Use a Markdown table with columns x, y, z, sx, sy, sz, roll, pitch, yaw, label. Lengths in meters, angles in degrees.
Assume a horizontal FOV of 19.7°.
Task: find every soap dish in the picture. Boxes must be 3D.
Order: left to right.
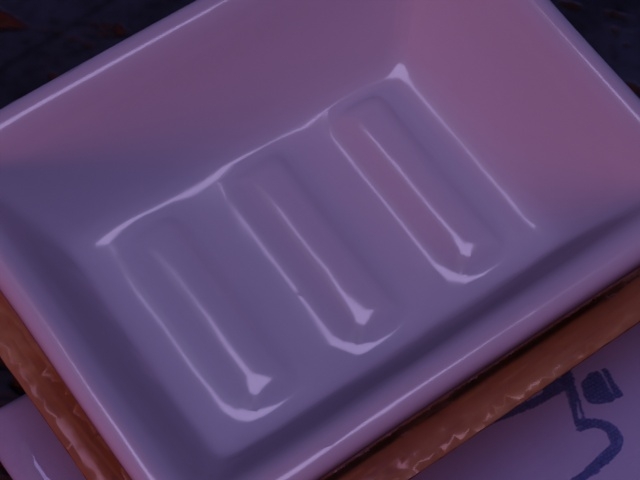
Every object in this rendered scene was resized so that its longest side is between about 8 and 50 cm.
| x | y | z | sx | sy | sz | roll | pitch | yaw | label |
| --- | --- | --- | --- | --- | --- | --- | --- | --- | --- |
| 0.000 | 0.000 | 0.791 | 0.291 | 0.118 | 0.229 | -32 | 69 | -18 | soap dish |

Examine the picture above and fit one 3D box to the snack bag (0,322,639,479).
| x | y | z | sx | sy | sz | roll | pitch | yaw | label |
| --- | --- | --- | --- | --- | --- | --- | --- | --- | --- |
| 0.072 | 0.133 | 0.814 | 0.323 | 0.037 | 0.342 | -29 | 68 | -18 | snack bag |
